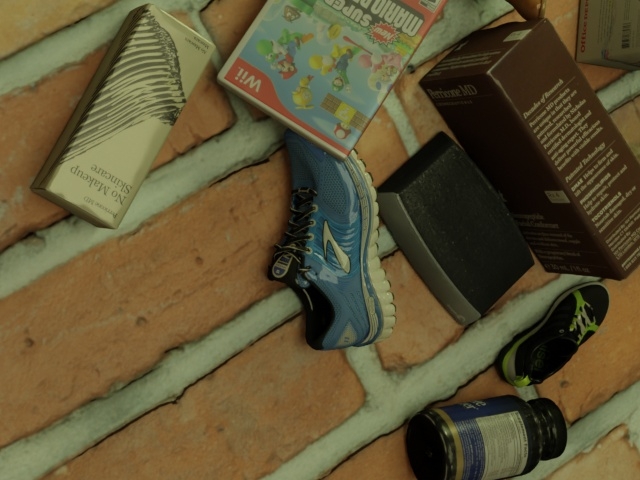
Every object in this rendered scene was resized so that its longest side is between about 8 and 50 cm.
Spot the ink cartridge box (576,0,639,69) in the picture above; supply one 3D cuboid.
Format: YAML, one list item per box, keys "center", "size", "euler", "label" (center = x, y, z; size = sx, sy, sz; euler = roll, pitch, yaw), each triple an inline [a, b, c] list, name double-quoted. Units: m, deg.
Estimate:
- center: [0.494, -0.331, 1.889]
  size: [0.127, 0.176, 0.128]
  euler: [4, 92, -28]
  label: "ink cartridge box"

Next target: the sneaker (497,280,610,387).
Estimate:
- center: [0.376, 0.153, 1.900]
  size: [0.234, 0.097, 0.084]
  euler: [-40, 108, -18]
  label: "sneaker"

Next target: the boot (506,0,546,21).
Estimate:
- center: [0.228, -0.374, 1.780]
  size: [0.152, 0.197, 0.073]
  euler: [-6, 138, -18]
  label: "boot"

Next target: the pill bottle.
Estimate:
- center: [0.248, 0.294, 1.833]
  size: [0.219, 0.123, 0.123]
  euler: [-7, 95, -25]
  label: "pill bottle"

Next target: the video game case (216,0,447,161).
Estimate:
- center: [0.022, -0.276, 1.661]
  size: [0.204, 0.025, 0.285]
  euler: [32, 81, 0]
  label: "video game case"

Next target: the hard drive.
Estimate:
- center: [0.204, -0.016, 1.834]
  size: [0.172, 0.054, 0.255]
  euler: [-42, 108, -17]
  label: "hard drive"

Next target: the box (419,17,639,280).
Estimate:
- center: [0.333, -0.127, 1.815]
  size: [0.143, 0.191, 0.381]
  euler: [-41, 108, -18]
  label: "box"

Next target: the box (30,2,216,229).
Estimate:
- center: [-0.251, -0.157, 1.591]
  size: [0.113, 0.094, 0.275]
  euler: [30, 80, -23]
  label: "box"

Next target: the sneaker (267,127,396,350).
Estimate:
- center: [0.000, 0.000, 1.699]
  size: [0.147, 0.130, 0.330]
  euler: [-18, 100, -26]
  label: "sneaker"
